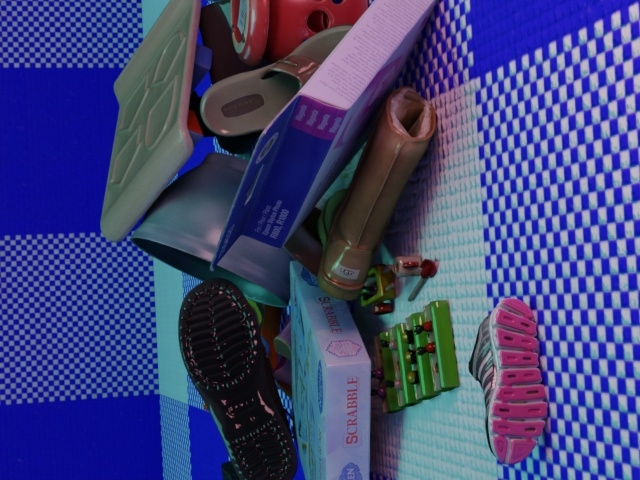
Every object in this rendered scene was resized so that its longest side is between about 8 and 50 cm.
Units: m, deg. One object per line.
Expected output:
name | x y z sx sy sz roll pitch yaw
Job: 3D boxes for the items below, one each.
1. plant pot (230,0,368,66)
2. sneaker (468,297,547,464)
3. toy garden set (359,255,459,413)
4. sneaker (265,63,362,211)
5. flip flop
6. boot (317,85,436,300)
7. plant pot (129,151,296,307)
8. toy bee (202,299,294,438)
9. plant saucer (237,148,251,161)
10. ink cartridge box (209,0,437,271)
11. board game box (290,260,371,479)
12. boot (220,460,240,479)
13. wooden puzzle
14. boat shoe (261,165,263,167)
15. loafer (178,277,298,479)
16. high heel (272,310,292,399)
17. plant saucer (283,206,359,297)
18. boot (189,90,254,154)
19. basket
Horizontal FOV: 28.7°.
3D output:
plant pot | -0.038 -0.343 1.841 0.191 0.174 0.191 179 90 -76
sneaker | 0.192 0.149 1.308 0.075 0.063 0.170 140 131 -69
toy garden set | 0.101 0.111 1.632 0.244 0.049 0.204 134 131 -68
sneaker | -0.010 -0.189 1.901 0.169 0.108 0.292 115 139 -54
flip flop | -0.045 -0.215 1.754 0.080 0.277 0.112 -65 -44 -71
boot | 0.077 -0.084 1.638 0.236 0.089 0.269 -88 16 -55
plant pot | -0.154 -0.030 2.159 0.196 0.293 0.293 -67 13 -10
toy bee | -0.144 0.237 2.238 0.195 0.162 0.298 55 -159 -22
plant saucer | -0.158 -0.211 2.544 0.067 0.018 0.192 153 113 -72
ink cartridge box | 0.004 -0.131 1.559 0.330 0.071 0.324 -54 -4 -33
board game box | 0.011 0.236 1.839 0.318 0.066 0.319 -112 19 -62
boot | -0.122 0.565 2.393 0.338 0.118 0.223 -133 39 -82
wooden puzzle | -0.273 -0.208 2.141 0.322 0.080 0.348 -45 38 45
boat shoe | -0.107 -0.101 2.327 0.152 0.049 0.056 119 164 -68
loafer | -0.138 0.242 2.060 0.130 0.134 0.366 76 176 -76
high heel | -0.023 0.183 2.091 0.082 0.117 0.244 28 151 26
plant saucer | 0.000 0.000 1.793 0.036 0.198 0.198 -47 34 16
boot | -0.224 -0.230 2.401 0.246 0.207 0.094 156 113 -68
basket | -0.118 -0.296 2.164 0.204 0.154 0.227 -6 91 51
